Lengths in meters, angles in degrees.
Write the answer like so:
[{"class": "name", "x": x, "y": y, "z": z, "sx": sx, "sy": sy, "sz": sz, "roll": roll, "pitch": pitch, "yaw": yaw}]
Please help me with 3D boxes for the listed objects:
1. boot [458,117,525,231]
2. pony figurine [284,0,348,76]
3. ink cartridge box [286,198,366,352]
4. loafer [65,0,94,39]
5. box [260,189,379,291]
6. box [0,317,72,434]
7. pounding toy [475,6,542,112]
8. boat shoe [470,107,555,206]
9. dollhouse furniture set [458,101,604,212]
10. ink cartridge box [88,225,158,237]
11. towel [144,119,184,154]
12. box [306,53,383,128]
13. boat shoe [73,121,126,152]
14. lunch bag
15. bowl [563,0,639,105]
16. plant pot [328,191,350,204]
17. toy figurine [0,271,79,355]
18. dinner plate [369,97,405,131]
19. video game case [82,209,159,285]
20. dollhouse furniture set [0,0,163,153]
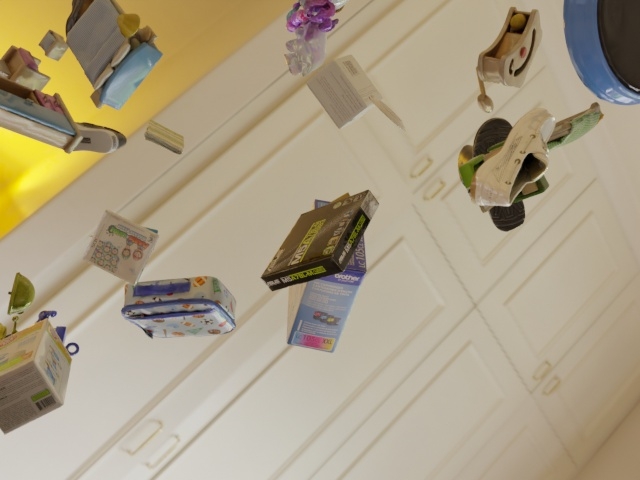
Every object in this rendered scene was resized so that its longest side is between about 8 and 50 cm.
[{"class": "boot", "x": 0.563, "y": -0.263, "z": 2.288, "sx": 0.445, "sy": 0.146, "sz": 0.367, "roll": -81, "pitch": 162, "yaw": -71}, {"class": "pony figurine", "x": -0.003, "y": -0.597, "z": 1.672, "sx": 0.363, "sy": 0.351, "sz": 0.303, "roll": -29, "pitch": -88, "yaw": 37}, {"class": "ink cartridge box", "x": 0.018, "y": 0.077, "z": 1.852, "sx": 0.270, "sy": 0.151, "sz": 0.396, "roll": -90, "pitch": -168, "yaw": -48}, {"class": "loafer", "x": -0.642, "y": -0.592, "z": 1.815, "sx": 0.061, "sy": 0.170, "sz": 0.062, "roll": 15, "pitch": 9, "yaw": 43}, {"class": "box", "x": 0.000, "y": 0.000, "z": 1.245, "sx": 0.184, "sy": 0.191, "sz": 0.045, "roll": -15, "pitch": -58, "yaw": 40}, {"class": "box", "x": -0.538, "y": 0.242, "z": 1.238, "sx": 0.103, "sy": 0.114, "sz": 0.203, "roll": 67, "pitch": -7, "yaw": -20}, {"class": "pounding toy", "x": 0.463, "y": -0.490, "z": 1.792, "sx": 0.154, "sy": 0.270, "sz": 0.154, "roll": 23, "pitch": 0, "yaw": 36}, {"class": "boat shoe", "x": 0.397, "y": -0.153, "z": 1.302, "sx": 0.096, "sy": 0.277, "sz": 0.098, "roll": 22, "pitch": -33, "yaw": 36}, {"class": "dollhouse furniture set", "x": 0.504, "y": -0.174, "z": 1.543, "sx": 0.301, "sy": 0.197, "sz": 0.151, "roll": -22, "pitch": -83, "yaw": 47}, {"class": "ink cartridge box", "x": -0.558, "y": -0.022, "z": 1.916, "sx": 0.180, "sy": 0.060, "sz": 0.104, "roll": 13, "pitch": -1, "yaw": -16}, {"class": "towel", "x": -0.431, "y": -0.285, "z": 1.870, "sx": 0.113, "sy": 0.023, "sz": 0.152, "roll": 28, "pitch": 16, "yaw": -20}, {"class": "box", "x": 0.077, "y": -0.465, "z": 2.100, "sx": 0.182, "sy": 0.119, "sz": 0.181, "roll": 54, "pitch": 29, "yaw": -4}, {"class": "boat shoe", "x": -0.601, "y": -0.271, "z": 1.745, "sx": 0.228, "sy": 0.076, "sz": 0.080, "roll": 9, "pitch": -74, "yaw": 24}, {"class": "lunch bag", "x": -0.402, "y": 0.189, "z": 1.901, "sx": 0.243, "sy": 0.303, "sz": 0.115, "roll": 61, "pitch": 24, "yaw": -59}, {"class": "bowl", "x": 0.681, "y": -0.483, "z": 1.416, "sx": 0.391, "sy": 0.391, "sz": 0.077, "roll": 53, "pitch": -14, "yaw": -24}, {"class": "plant pot", "x": 0.046, "y": -0.059, "z": 1.644, "sx": 0.081, "sy": 0.083, "sz": 0.081, "roll": 97, "pitch": -31, "yaw": -83}, {"class": "toy figurine", "x": -0.779, "y": 0.281, "z": 1.885, "sx": 0.191, "sy": 0.217, "sz": 0.363, "roll": 108, "pitch": -15, "yaw": -55}, {"class": "dinner plate", "x": 0.196, "y": -0.364, "z": 1.928, "sx": 0.141, "sy": 0.017, "sz": 0.141, "roll": 40, "pitch": 17, "yaw": -15}, {"class": "video game case", "x": -0.510, "y": 0.018, "z": 1.725, "sx": 0.157, "sy": 0.143, "sz": 0.019, "roll": 26, "pitch": -1, "yaw": 7}, {"class": "dollhouse furniture set", "x": -0.487, "y": -0.366, "z": 1.228, "sx": 0.286, "sy": 0.303, "sz": 0.198, "roll": 54, "pitch": 17, "yaw": 28}]
